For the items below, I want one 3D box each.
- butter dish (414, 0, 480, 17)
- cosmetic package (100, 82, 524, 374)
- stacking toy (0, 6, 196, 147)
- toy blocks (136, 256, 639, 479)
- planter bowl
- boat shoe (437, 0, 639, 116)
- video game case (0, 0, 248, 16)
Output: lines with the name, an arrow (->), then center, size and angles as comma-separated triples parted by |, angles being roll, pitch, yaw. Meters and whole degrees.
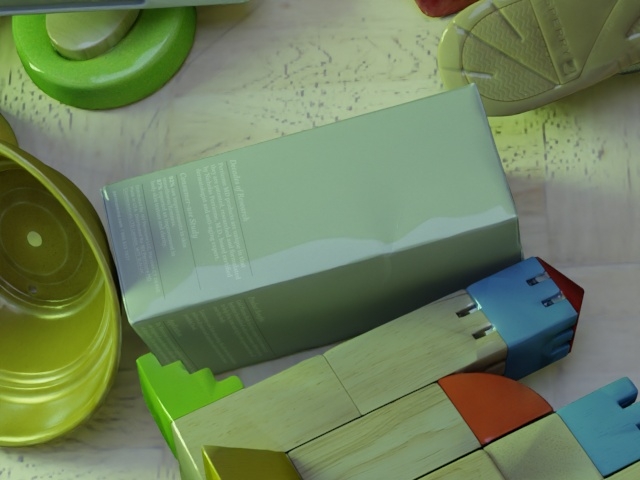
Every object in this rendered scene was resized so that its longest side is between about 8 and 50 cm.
butter dish -> 0.121, -0.231, 0.971 | 0.160, 0.160, 0.118 | -22, 22, 0
cosmetic package -> 0.000, 0.000, 0.922 | 0.238, 0.127, 0.107 | -17, 65, -1
stacking toy -> -0.254, -0.184, 1.034 | 0.279, 0.130, 0.309 | -30, 67, -4
toy blocks -> 0.099, 0.178, 0.820 | 0.261, 0.190, 0.381 | -23, 56, -16
planter bowl -> -0.199, 0.014, 0.940 | 0.217, 0.217, 0.090 | 19, 30, 15
boat shoe -> 0.210, -0.157, 0.971 | 0.285, 0.092, 0.103 | -19, 107, 4
video game case -> -0.206, -0.235, 1.033 | 0.285, 0.025, 0.204 | -6, 55, -19
